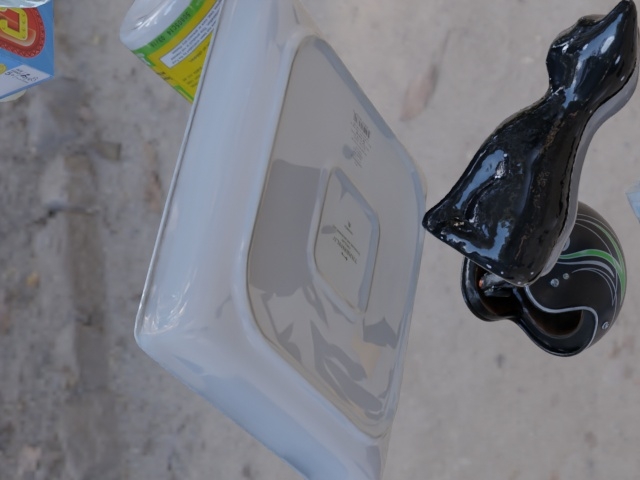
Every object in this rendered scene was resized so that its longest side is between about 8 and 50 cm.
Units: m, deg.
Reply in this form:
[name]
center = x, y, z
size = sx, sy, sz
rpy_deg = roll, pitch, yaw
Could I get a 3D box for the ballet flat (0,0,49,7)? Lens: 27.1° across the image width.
[ballet flat]
center = -0.199, -0.183, 0.771
size = 0.095, 0.280, 0.096
rpy_deg = -48, 69, 25

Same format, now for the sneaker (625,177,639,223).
[sneaker]
center = 0.403, -0.036, 1.201
size = 0.135, 0.366, 0.150
rpy_deg = -19, 95, 50

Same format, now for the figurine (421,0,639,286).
[figurine]
center = 0.182, -0.077, 1.011
size = 0.092, 0.215, 0.209
rpy_deg = 33, 98, 11

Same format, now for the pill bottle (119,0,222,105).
[pill bottle]
center = -0.082, -0.186, 1.420
size = 0.136, 0.245, 0.136
rpy_deg = -38, 27, 23

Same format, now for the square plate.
[square plate]
center = 0.000, 0.000, 1.052
size = 0.049, 0.347, 0.344
rpy_deg = -4, 58, 28

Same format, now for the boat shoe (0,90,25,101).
[boat shoe]
center = -0.386, -0.285, 1.379
size = 0.305, 0.109, 0.091
rpy_deg = 53, 135, 15

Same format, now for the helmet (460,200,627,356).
[helmet]
center = 0.253, 0.036, 1.447
size = 0.169, 0.161, 0.169
rpy_deg = -39, 42, 47

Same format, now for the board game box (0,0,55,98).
[board game box]
center = -0.353, -0.302, 1.077
size = 0.086, 0.308, 0.302
rpy_deg = -15, 71, 30
